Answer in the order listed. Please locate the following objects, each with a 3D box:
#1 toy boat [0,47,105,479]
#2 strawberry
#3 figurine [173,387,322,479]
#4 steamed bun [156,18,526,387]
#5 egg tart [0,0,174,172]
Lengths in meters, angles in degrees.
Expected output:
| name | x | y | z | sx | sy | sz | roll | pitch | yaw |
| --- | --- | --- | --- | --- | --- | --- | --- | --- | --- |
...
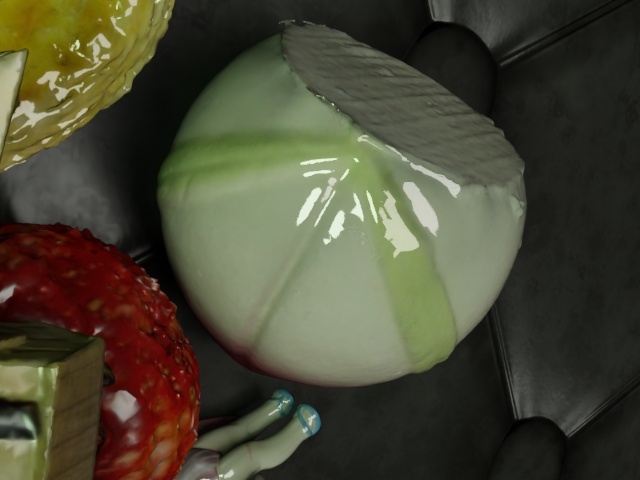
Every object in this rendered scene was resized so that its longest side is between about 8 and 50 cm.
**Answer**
| name | x | y | z | sx | sy | sz | roll | pitch | yaw |
| --- | --- | --- | --- | --- | --- | --- | --- | --- | --- |
| toy boat | -0.199 | 0.119 | 0.589 | 0.162 | 0.136 | 0.445 | 2 | 99 | -20 |
| strawberry | -0.200 | 0.106 | 0.804 | 0.238 | 0.250 | 0.288 | 68 | 21 | 4 |
| figurine | -0.096 | 0.232 | 0.954 | 0.260 | 0.205 | 0.103 | -33 | 144 | -32 |
| steamed bun | 0.000 | 0.000 | 0.901 | 0.309 | 0.309 | 0.309 | -11 | 108 | -37 |
| egg tart | -0.268 | -0.221 | 0.694 | 0.388 | 0.169 | 0.388 | -8 | 105 | -33 |
